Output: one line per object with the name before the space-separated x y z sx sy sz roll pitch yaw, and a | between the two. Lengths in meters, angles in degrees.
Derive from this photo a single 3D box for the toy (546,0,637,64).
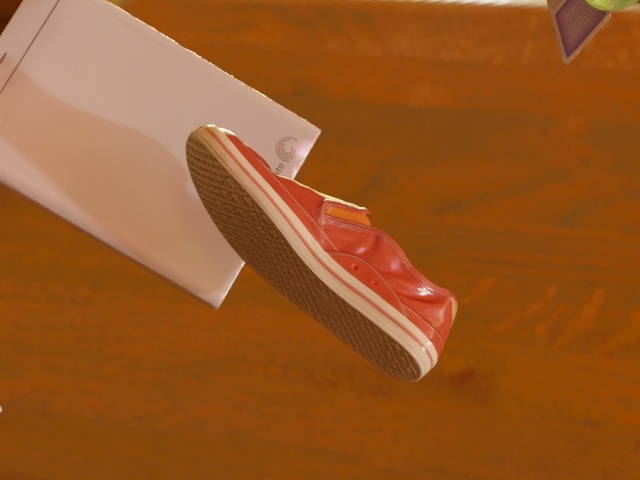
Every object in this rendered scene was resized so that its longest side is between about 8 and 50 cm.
toy | 0.155 -0.243 0.907 0.056 0.137 0.237 12 48 -27

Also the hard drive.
hard drive | -0.207 -0.112 1.566 0.353 0.047 0.233 31 80 -5

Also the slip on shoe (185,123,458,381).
slip on shoe | 0.000 0.000 1.417 0.331 0.123 0.101 41 62 0

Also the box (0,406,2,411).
box | -0.313 0.101 0.983 0.072 0.137 0.126 5 38 42
